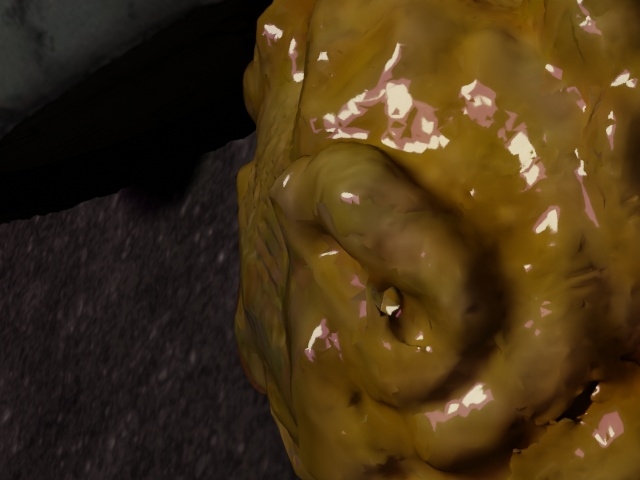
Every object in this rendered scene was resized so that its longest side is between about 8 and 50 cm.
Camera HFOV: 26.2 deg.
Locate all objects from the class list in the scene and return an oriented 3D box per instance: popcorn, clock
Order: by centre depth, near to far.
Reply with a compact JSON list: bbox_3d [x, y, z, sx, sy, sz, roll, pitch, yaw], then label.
[{"bbox_3d":[0.067,0.001,0.442,0.250,0.190,0.250,165,90,-76],"label":"popcorn"},{"bbox_3d":[-0.038,-0.098,0.598,0.313,0.313,0.061,-31,85,47],"label":"clock"}]

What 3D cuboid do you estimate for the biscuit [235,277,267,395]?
[{"bbox_3d":[0.000,0.000,0.728,0.124,0.026,0.175,41,109,56],"label":"biscuit"}]
